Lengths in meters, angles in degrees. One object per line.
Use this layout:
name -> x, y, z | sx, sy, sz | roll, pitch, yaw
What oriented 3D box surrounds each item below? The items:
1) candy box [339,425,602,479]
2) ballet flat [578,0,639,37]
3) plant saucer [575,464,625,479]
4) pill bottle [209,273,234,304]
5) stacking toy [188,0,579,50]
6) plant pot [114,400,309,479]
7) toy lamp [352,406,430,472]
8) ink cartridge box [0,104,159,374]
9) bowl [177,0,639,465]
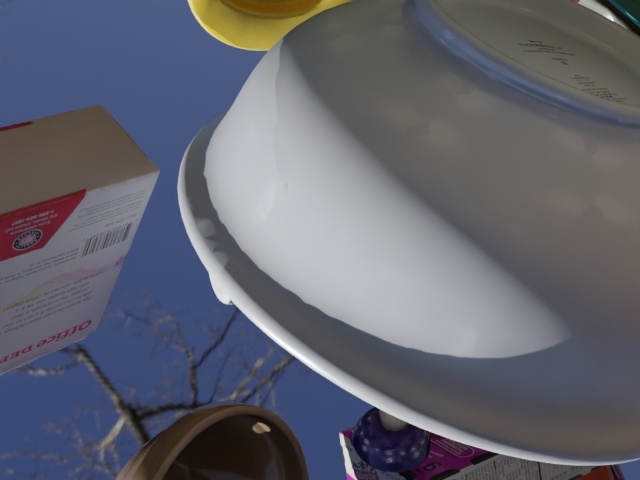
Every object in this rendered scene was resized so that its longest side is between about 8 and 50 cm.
candy box -> 0.160, 0.205, 1.085 | 0.234, 0.071, 0.159 | -17, -163, -27
ballet flat -> 0.199, -0.225, 0.908 | 0.213, 0.068, 0.072 | 46, -132, -2
plant saucer -> 0.359, 0.351, 1.321 | 0.259, 0.048, 0.258 | 53, -155, -49
pill bottle -> 0.000, 0.000, 1.234 | 0.246, 0.130, 0.130 | -4, -140, -20
stacking toy -> 0.062, -0.269, 0.685 | 0.309, 0.279, 0.130 | -4, -131, -25
plant pot -> -0.123, 0.263, 1.010 | 0.110, 0.237, 0.237 | 5, -168, 38
toy lamp -> 0.073, 0.075, 0.871 | 0.080, 0.274, 0.080 | 2, -142, -1
ink cartridge box -> -0.345, 0.010, 1.255 | 0.226, 0.306, 0.131 | -23, -116, -43
bowl -> 0.088, -0.043, 0.532 | 0.298, 0.134, 0.297 | 16, -149, -10
